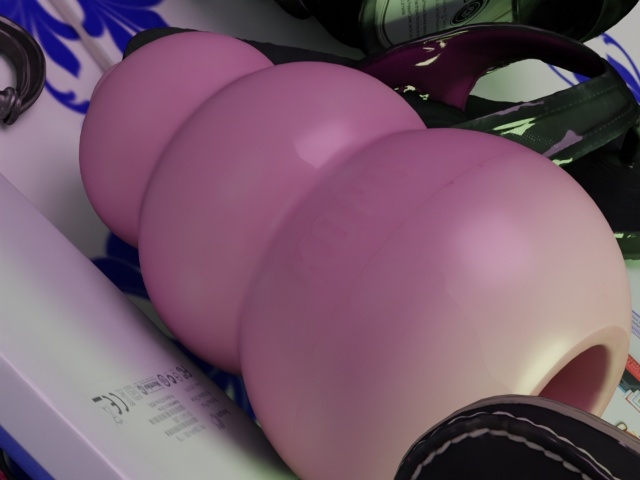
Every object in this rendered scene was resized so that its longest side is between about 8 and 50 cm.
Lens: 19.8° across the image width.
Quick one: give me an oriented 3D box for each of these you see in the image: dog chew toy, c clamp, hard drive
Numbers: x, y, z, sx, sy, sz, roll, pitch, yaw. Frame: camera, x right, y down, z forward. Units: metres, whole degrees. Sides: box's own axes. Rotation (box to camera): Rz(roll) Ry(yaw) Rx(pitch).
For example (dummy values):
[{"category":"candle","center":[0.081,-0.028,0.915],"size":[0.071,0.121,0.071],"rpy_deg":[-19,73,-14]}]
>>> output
[{"category":"dog chew toy","center":[0.000,0.000,0.975],"size":[0.332,0.207,0.206],"rpy_deg":[37,32,28]},{"category":"c clamp","center":[-0.233,-0.106,1.076],"size":[0.160,0.022,0.137],"rpy_deg":[13,38,-29]},{"category":"hard drive","center":[-0.142,0.042,0.903],"size":[0.318,0.040,0.210],"rpy_deg":[44,10,8]}]

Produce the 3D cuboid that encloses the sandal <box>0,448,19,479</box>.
[{"category":"sandal","center":[-0.144,0.097,0.907],"size":[0.179,0.040,0.067],"rpy_deg":[46,11,20]}]

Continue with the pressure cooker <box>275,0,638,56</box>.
[{"category":"pressure cooker","center":[0.083,-0.328,1.285],"size":[0.420,0.375,0.370],"rpy_deg":[49,33,18]}]

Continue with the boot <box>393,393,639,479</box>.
[{"category":"boot","center":[0.123,0.205,0.609],"size":[0.377,0.138,0.284],"rpy_deg":[56,14,17]}]

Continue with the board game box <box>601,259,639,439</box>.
[{"category":"board game box","center":[0.239,0.136,1.148],"size":[0.242,0.064,0.316],"rpy_deg":[39,30,2]}]

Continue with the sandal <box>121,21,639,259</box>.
[{"category":"sandal","center":[0.091,-0.079,1.190],"size":[0.445,0.107,0.167],"rpy_deg":[7,35,-25]}]
